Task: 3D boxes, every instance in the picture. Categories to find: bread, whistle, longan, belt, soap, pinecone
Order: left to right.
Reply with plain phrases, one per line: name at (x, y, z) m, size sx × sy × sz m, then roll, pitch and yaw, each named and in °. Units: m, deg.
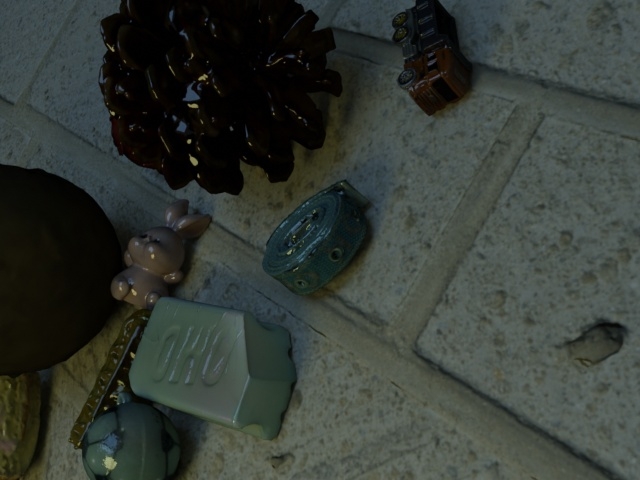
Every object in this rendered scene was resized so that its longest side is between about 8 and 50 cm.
bread at (-0.699, 0.392, 1.833) m, size 0.375 × 0.165 × 0.236 m, roll -25°, pitch 54°, yaw 31°
longan at (-0.565, 0.053, 1.719) m, size 0.404 × 0.436 × 0.403 m, roll -4°, pitch 80°, yaw 21°
bread at (-0.332, 0.242, 1.617) m, size 0.098 × 0.087 × 0.269 m, roll 17°, pitch 80°, yaw 49°
whistle at (-0.286, 0.354, 1.458) m, size 0.163 × 0.163 × 0.289 m, roll -39°, pitch 46°, yaw 21°
soap at (-0.168, 0.192, 1.479) m, size 0.290 × 0.095 × 0.172 m, roll 6°, pitch 72°, yaw 46°
pinecone at (-0.146, -0.258, 1.533) m, size 0.398 × 0.398 × 0.397 m, roll -24°, pitch 52°, yaw 34°
belt at (-0.006, 0.005, 1.442) m, size 0.163 × 0.082 × 0.147 m, roll -27°, pitch 40°, yaw 36°

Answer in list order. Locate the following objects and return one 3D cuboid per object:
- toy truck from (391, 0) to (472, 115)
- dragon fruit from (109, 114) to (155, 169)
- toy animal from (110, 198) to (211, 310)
toy truck at (0.169, -0.288, 1.443) m, size 0.092 × 0.083 × 0.192 m, roll -23°, pitch 51°, yaw 28°
dragon fruit at (-0.324, -0.225, 1.831) m, size 0.172 × 0.172 × 0.209 m, roll -30°, pitch 57°, yaw 29°
toy animal at (-0.292, 0.016, 1.692) m, size 0.124 × 0.124 × 0.212 m, roll 17°, pitch 83°, yaw 48°
